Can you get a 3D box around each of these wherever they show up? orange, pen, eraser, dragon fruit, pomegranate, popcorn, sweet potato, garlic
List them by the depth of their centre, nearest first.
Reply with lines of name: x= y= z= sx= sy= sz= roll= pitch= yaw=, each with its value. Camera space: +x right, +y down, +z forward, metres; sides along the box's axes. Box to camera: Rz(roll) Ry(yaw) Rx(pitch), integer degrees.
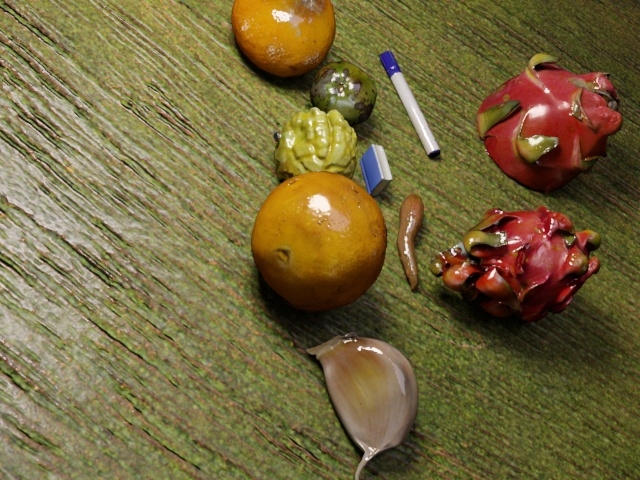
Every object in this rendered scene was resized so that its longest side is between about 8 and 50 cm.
garlic: x=0.100 y=0.281 z=1.558 sx=0.128 sy=0.148 sz=0.266 roll=35 pitch=32 yaw=-56
orange: x=0.000 y=0.000 z=1.581 sx=0.240 sy=0.240 sz=0.240 roll=14 pitch=55 yaw=-22
popcorn: x=-0.012 y=-0.169 z=1.737 sx=0.142 sy=0.173 sz=0.173 roll=-18 pitch=71 yaw=-45
dragon fruit: x=0.382 y=0.047 z=1.775 sx=0.243 sy=0.227 sz=0.307 roll=46 pitch=52 yaw=10
sweet potato: x=0.176 y=-0.004 z=1.807 sx=0.050 sy=0.050 sz=0.214 roll=18 pitch=58 yaw=-19
eraser: x=0.110 y=-0.140 z=1.840 sx=0.027 sy=0.063 sz=0.084 roll=0 pitch=60 yaw=-27
orange: x=-0.072 y=-0.442 z=1.857 sx=0.224 sy=0.170 sz=0.224 roll=16 pitch=54 yaw=-23
pomegranate: x=0.055 y=-0.307 z=1.875 sx=0.138 sy=0.125 sz=0.163 roll=31 pitch=49 yaw=7
pen: x=0.194 y=-0.298 z=2.008 sx=0.033 sy=0.033 sz=0.269 roll=-10 pitch=67 yaw=-34
dragon fruit: x=0.527 y=-0.277 z=2.061 sx=0.305 sy=0.226 sz=0.305 roll=14 pitch=58 yaw=-23
